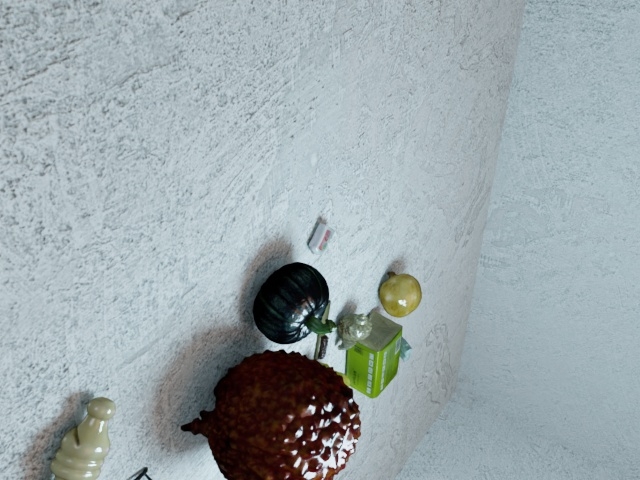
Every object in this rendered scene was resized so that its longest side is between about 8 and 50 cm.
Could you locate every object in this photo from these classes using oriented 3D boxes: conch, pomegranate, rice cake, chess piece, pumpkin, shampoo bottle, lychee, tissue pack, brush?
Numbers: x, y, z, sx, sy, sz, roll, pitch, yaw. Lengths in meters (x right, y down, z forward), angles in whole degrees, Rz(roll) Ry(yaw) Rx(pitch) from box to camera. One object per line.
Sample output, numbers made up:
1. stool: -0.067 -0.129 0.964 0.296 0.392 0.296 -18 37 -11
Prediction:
1. conch: 0.130 0.343 2.230 0.155 0.130 0.207 -13 136 -41
2. pomegranate: 0.327 0.214 2.437 0.196 0.196 0.196 -38 140 -41
3. rice cake: 0.319 0.425 2.528 0.040 0.226 0.084 -16 126 -21
4. chess piece: -0.525 0.490 1.281 0.139 0.124 0.307 28 81 -30
5. pumpkin: -0.060 0.199 1.696 0.248 0.248 0.247 -38 140 -41
6. shampoo bottle: 0.000 0.000 1.856 0.099 0.043 0.072 -64 151 -5
7. lychee: -0.131 0.509 1.645 0.501 0.424 0.424 1 115 -18
8. tissue pack: 0.220 0.472 2.431 0.200 0.167 0.274 -36 140 -40
9. brush: 0.014 0.327 2.122 0.043 0.036 0.247 -29 134 -54

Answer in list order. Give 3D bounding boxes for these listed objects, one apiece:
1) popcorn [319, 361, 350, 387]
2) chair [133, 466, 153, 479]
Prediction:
1. popcorn: 0.010 0.535 2.094 0.203 0.200 0.225 -9 95 -23
2. chair: -0.450 0.752 1.563 0.154 0.260 0.141 -44 -172 -38
